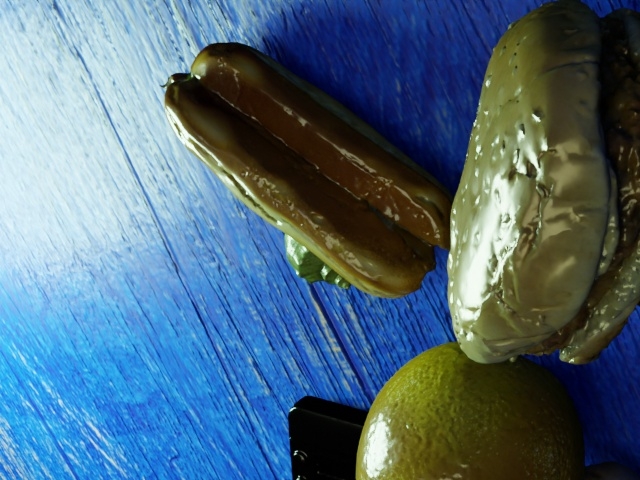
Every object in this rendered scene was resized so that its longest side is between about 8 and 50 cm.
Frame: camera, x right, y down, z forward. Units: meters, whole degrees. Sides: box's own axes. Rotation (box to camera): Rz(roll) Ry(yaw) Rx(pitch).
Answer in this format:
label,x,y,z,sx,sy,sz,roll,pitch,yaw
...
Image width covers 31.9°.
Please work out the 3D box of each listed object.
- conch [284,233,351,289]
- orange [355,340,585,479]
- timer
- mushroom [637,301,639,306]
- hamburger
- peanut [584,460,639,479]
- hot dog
label,x,y,z,sx,sy,sz,roll,pitch,yaw
conch,0.000,0.000,1.160,0.121,0.074,0.089,58,147,17
orange,0.143,0.211,1.083,0.236,0.236,0.236,19,128,26
timer,0.035,0.278,1.329,0.144,0.055,0.187,11,119,26
mushroom,0.365,0.068,0.900,0.227,0.148,0.217,34,162,51
hamburger,0.179,-0.039,0.869,0.145,0.259,0.283,5,118,-3
peanut,0.312,0.279,1.108,0.152,0.076,0.076,40,134,8
hot dog,-0.017,-0.076,1.092,0.337,0.100,0.135,37,89,14
